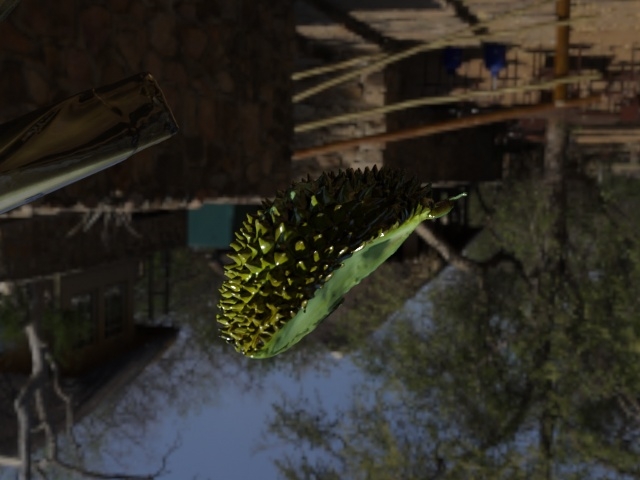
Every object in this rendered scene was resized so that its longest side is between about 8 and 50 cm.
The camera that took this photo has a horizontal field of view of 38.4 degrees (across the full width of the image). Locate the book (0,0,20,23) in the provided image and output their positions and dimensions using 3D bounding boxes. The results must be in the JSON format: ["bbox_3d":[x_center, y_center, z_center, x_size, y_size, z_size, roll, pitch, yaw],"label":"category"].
[{"bbox_3d":[-0.399,-0.279,0.889,0.025,0.283,0.215,-24,125,41],"label":"book"}]

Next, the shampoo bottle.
[{"bbox_3d":[-0.312,-0.071,0.903,0.350,0.084,0.125,-26,-159,-16],"label":"shampoo bottle"}]

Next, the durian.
[{"bbox_3d":[-0.005,-0.009,0.738,0.220,0.095,0.137,-33,-144,-21],"label":"durian"}]
